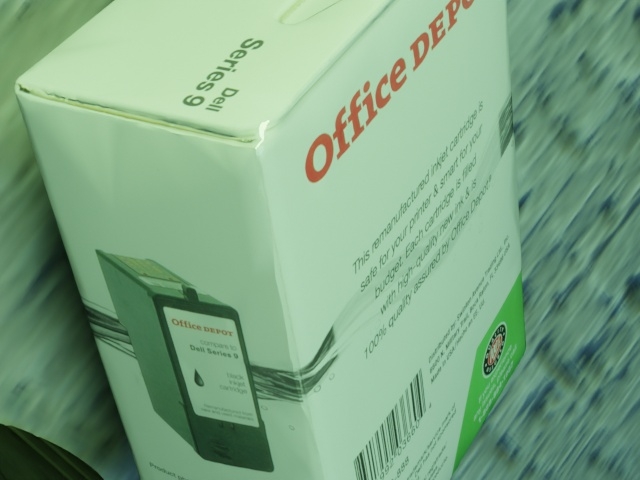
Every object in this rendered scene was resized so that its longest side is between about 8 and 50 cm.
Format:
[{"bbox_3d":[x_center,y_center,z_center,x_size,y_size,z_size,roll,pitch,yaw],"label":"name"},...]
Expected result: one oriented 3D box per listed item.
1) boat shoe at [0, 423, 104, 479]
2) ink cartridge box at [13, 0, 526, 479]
[{"bbox_3d":[-0.194,0.130,0.560,0.120,0.122,0.324,-53,141,1],"label":"boat shoe"},{"bbox_3d":[0.000,0.000,0.640,0.211,0.121,0.289,-50,144,-39],"label":"ink cartridge box"}]
